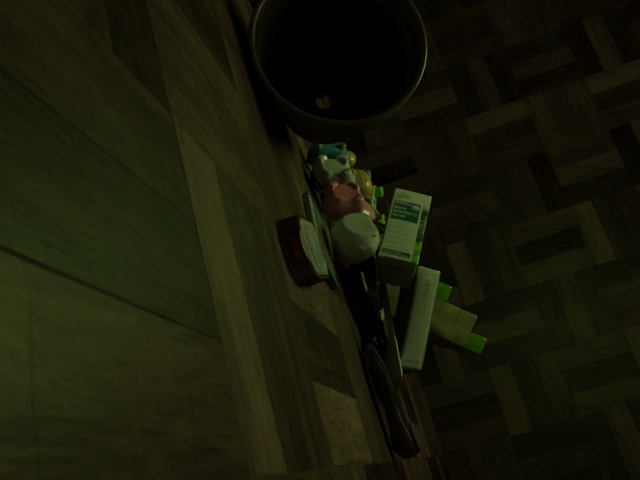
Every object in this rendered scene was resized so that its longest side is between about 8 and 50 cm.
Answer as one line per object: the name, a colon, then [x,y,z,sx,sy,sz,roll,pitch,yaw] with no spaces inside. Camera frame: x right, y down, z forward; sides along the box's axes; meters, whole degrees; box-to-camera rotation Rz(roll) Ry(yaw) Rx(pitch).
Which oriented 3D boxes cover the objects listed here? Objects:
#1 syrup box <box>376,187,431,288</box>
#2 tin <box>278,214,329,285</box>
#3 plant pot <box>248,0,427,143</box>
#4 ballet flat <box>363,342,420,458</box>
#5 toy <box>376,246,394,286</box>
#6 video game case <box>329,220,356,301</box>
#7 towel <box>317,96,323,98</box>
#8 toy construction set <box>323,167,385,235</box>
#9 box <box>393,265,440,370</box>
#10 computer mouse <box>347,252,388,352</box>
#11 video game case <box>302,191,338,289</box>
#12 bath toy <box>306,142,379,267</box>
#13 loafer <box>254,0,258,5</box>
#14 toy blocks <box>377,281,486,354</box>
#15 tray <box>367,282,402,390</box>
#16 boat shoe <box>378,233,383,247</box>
syrup box: [0.195,-0.009,1.642,0.096,0.093,0.236,98,8,-48]
tin: [-0.024,0.015,1.071,0.190,0.040,0.106,20,48,-81]
plant pot: [0.018,-0.326,1.355,0.280,0.323,0.323,118,-44,-76]
ballet flat: [0.137,0.337,1.444,0.084,0.058,0.249,31,36,-84]
toy: [0.170,0.055,1.792,0.056,0.137,0.237,-63,-177,-18]
video game case: [0.056,0.047,1.667,0.157,0.019,0.143,-99,168,-58]
towel: [-0.065,-0.601,2.205,0.227,0.076,0.308,-108,179,-86]
toy construction set: [0.090,-0.082,1.793,0.328,0.151,0.214,-41,128,-82]
box: [0.219,0.206,1.692,0.322,0.059,0.232,90,13,-77]
computer mouse: [0.100,0.121,1.534,0.184,0.060,0.261,-128,-147,-76]
video game case: [0.000,0.000,1.365,0.119,0.015,0.166,64,10,-47]
bath toy: [0.056,-0.075,1.532,0.348,0.152,0.129,-103,-156,-46]
loafer: [-0.141,-0.583,1.602,0.096,0.084,0.267,-56,131,-40]
toy blocks: [0.309,0.234,2.058,0.190,0.382,0.261,-64,163,-11]
tray: [0.144,0.234,1.610,0.145,0.030,0.270,101,-14,-50]
boat shoe: [0.179,0.026,1.942,0.096,0.088,0.267,29,-12,-10]
